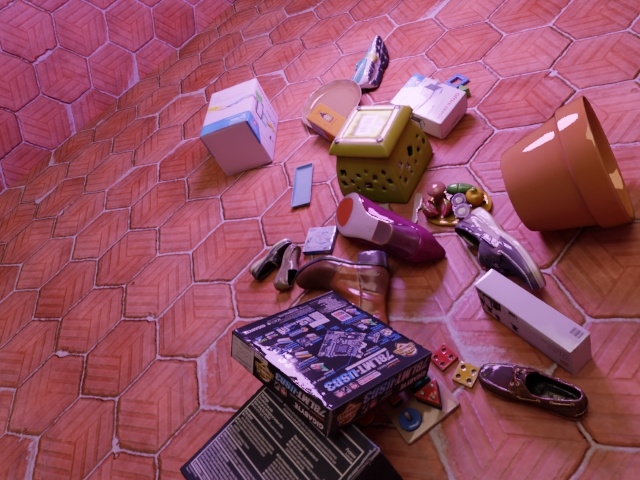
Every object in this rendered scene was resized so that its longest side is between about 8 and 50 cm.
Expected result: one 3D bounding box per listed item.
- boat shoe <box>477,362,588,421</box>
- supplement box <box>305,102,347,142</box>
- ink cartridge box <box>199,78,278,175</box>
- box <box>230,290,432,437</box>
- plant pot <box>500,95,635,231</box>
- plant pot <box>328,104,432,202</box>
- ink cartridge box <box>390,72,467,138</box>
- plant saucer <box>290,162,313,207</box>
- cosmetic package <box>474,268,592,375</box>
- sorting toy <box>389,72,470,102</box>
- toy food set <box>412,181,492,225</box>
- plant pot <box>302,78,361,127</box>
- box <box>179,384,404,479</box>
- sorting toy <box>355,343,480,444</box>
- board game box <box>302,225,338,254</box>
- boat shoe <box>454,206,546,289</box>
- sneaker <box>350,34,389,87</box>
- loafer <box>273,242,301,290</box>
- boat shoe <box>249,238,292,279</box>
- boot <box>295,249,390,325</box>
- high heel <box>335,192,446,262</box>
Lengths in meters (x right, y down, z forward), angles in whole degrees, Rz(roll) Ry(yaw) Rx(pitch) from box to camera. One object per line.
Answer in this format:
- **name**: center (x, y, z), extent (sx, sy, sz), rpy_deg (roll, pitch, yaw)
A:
- **boat shoe**: center (0.397, 0.273, 0.999), extent (0.207, 0.073, 0.073), rpy_deg (9, 57, 37)
- **supplement box**: center (0.053, -0.375, 1.767), extent (0.078, 0.080, 0.233), rpy_deg (-45, 53, -3)
- **ink cartridge box**: center (-0.291, -0.418, 1.936), extent (0.197, 0.198, 0.270), rpy_deg (-15, 46, 18)
- **box**: center (0.021, 0.228, 1.062), extent (0.295, 0.073, 0.293), rpy_deg (-17, 34, -41)
- **plant pot**: center (0.539, -0.145, 1.176), extent (0.203, 0.291, 0.291), rpy_deg (-22, 41, 33)
- **plant pot**: center (0.167, -0.263, 1.529), extent (0.227, 0.207, 0.228), rpy_deg (9, 57, 34)
- **ink cartridge box**: center (0.336, -0.418, 1.629), extent (0.190, 0.082, 0.140), rpy_deg (32, 76, 31)
- **plant saucer**: center (-0.057, -0.179, 1.715), extent (0.067, 0.018, 0.192), rpy_deg (-14, 45, 18)
- **cosmetic package**: center (0.426, 0.161, 1.068), extent (0.060, 0.099, 0.239), rpy_deg (-41, 43, -7)
- **sorting toy**: center (0.329, -0.464, 1.739), extent (0.347, 0.047, 0.196), rpy_deg (-24, 43, 9)
- **toy food set**: center (0.335, -0.107, 1.387), extent (0.217, 0.071, 0.128), rpy_deg (0, 51, 30)
- **plant pot**: center (0.044, -0.492, 1.917), extent (0.236, 0.032, 0.236), rpy_deg (-15, 55, 21)
- **box**: center (-0.053, 0.450, 1.005), extent (0.294, 0.183, 0.296), rpy_deg (-44, 43, -14)
- **sorting toy**: center (0.200, 0.318, 1.087), extent (0.274, 0.046, 0.132), rpy_deg (-36, 43, -6)
- **board game box**: center (0.000, 0.000, 1.514), extent (0.090, 0.020, 0.090), rpy_deg (-5, 50, 26)
- **boat shoe**: center (0.405, 0.028, 1.207), extent (0.092, 0.103, 0.285), rpy_deg (-33, 39, 5)
- **sneaker**: center (0.182, -0.674, 1.983), extent (0.110, 0.107, 0.275), rpy_deg (-6, 47, 38)
- **loafer**: center (-0.081, 0.076, 1.467), extent (0.050, 0.056, 0.148), rpy_deg (5, 63, 32)
- **boat shoe**: center (-0.135, 0.058, 1.516), extent (0.152, 0.056, 0.049), rpy_deg (-43, 48, 1)
- **boot**: center (0.051, 0.176, 1.300), extent (0.264, 0.096, 0.281), rpy_deg (-7, 56, 15)
- **high heel**: center (0.171, -0.026, 1.424), extent (0.127, 0.181, 0.377), rpy_deg (-65, 26, 11)
